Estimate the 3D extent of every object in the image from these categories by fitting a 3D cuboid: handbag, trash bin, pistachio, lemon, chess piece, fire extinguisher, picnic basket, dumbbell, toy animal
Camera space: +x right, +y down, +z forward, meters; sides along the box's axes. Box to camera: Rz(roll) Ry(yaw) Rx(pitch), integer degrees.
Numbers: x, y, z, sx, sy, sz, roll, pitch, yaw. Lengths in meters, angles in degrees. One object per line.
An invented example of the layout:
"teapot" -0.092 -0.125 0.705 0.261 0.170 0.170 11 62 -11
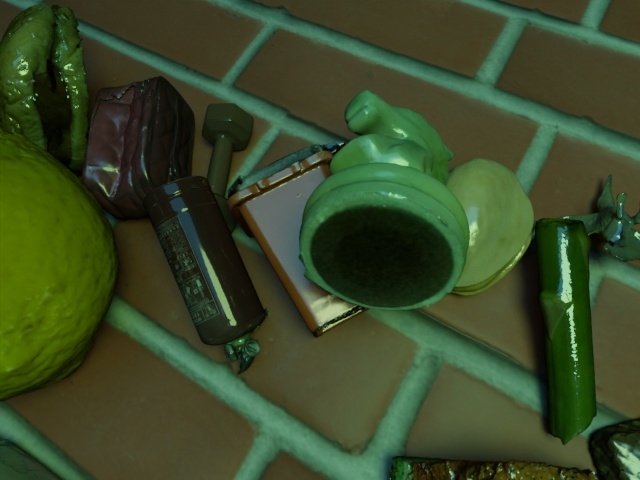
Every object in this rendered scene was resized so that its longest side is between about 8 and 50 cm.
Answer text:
"handbag" -0.286 -0.147 0.703 0.135 0.146 0.225 -5 68 10
"trash bin" 0.000 0.000 0.608 0.184 0.161 0.239 -29 75 -6
"pistachio" 0.218 -0.024 0.602 0.145 0.117 0.201 7 64 31
"lemon" -0.441 0.042 0.538 0.349 0.388 0.350 -12 31 8
"chess piece" 0.088 -0.076 0.517 0.175 0.176 0.298 9 43 10
"fire extinguisher" -0.145 0.054 0.585 0.104 0.105 0.269 -25 88 -4
"picnic basket" 0.430 0.259 0.496 0.193 0.055 0.110 -11 66 0
"dumbbell" -0.167 -0.118 0.708 0.081 0.092 0.231 13 67 -19
"toy animal" 0.417 -0.033 0.597 0.218 0.095 0.155 14 79 10

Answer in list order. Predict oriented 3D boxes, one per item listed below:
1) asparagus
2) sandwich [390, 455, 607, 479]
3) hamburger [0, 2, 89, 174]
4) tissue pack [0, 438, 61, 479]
"asparagus" 0.312 0.106 0.543 0.060 0.067 0.278 -9 79 49
"sandwich" 0.209 0.283 0.465 0.234 0.159 0.079 10 62 -11
"hamburger" -0.455 -0.239 0.703 0.134 0.266 0.285 -9 39 -28
"tissue pack" -0.363 0.343 0.474 0.270 0.201 0.124 25 79 16
